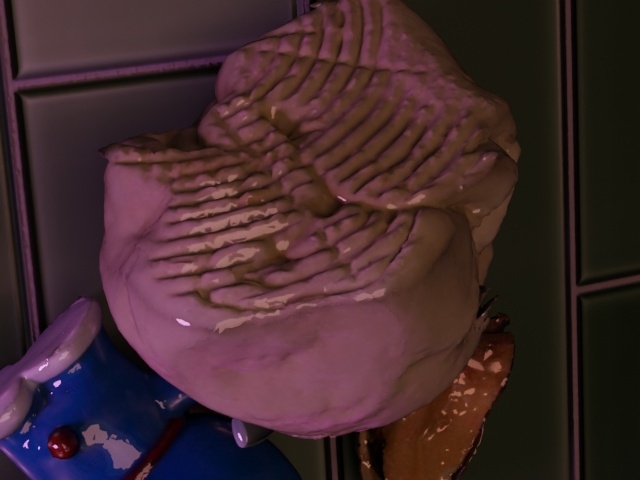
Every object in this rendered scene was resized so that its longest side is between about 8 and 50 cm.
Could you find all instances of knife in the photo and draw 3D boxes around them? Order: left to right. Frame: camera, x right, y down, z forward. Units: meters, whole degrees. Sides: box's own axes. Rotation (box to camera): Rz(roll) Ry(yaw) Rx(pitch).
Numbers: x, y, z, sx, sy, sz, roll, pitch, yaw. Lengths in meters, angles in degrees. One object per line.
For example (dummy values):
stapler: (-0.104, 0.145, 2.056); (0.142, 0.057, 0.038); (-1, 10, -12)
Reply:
knife: (-0.005, 0.085, 1.138); (0.028, 0.015, 0.210); (47, 40, -1)

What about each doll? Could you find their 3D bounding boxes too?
doll: (-0.126, 0.167, 1.110); (0.215, 0.161, 0.257); (-40, 99, 3)

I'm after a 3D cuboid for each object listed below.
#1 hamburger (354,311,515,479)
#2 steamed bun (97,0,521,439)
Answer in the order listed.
hamburger: (0.069, 0.121, 1.218); (0.102, 0.087, 0.176); (22, 100, -15)
steamed bun: (0.000, 0.000, 1.060); (0.320, 0.275, 0.206); (-39, 144, -25)
